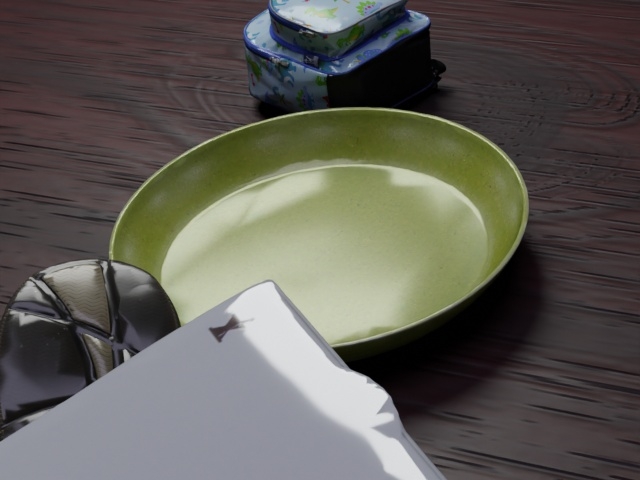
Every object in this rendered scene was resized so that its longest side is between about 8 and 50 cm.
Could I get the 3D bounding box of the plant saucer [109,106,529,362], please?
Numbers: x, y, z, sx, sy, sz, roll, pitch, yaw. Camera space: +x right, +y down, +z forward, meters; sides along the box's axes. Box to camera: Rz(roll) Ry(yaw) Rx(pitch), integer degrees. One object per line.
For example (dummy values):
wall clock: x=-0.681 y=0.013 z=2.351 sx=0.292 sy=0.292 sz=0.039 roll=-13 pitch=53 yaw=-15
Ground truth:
plant saucer: x=0.000 y=0.000 z=0.897 sx=0.241 sy=0.037 sz=0.241 roll=-6 pitch=36 yaw=4

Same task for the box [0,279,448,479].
box: x=-0.036 y=0.136 z=0.515 sx=0.182 sy=0.119 sz=0.181 roll=-31 pitch=35 yaw=-9

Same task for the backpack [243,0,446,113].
backpack: x=0.007 y=-0.133 z=1.044 sx=0.114 sy=0.084 sz=0.105 roll=20 pitch=42 yaw=39

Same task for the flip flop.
flip flop: x=-0.115 y=0.134 z=0.686 sx=0.112 sy=0.080 sz=0.277 roll=7 pitch=52 yaw=-8
